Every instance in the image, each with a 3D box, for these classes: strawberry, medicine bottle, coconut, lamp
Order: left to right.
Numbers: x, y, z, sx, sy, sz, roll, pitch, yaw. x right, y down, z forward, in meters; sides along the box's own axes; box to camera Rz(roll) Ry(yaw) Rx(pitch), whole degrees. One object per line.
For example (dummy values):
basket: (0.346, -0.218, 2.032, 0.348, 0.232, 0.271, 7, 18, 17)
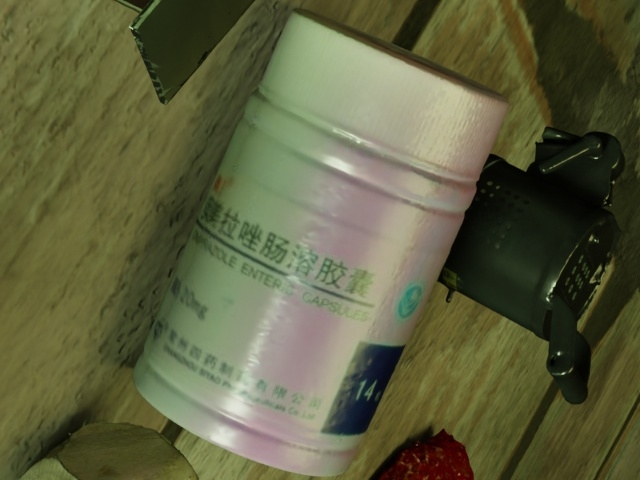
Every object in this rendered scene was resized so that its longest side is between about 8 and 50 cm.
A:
coconut: (-0.132, 0.168, 1.030, 0.124, 0.110, 0.110, -40, 149, -55)
medicine bottle: (0.000, 0.000, 1.063, 0.152, 0.152, 0.254, 3, 112, -65)
strawberry: (0.093, 0.253, 1.640, 0.187, 0.082, 0.146, 7, 102, -61)
lamp: (0.117, -0.017, 1.191, 0.172, 0.227, 0.147, -58, 156, -11)

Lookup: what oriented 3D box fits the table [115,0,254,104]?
table: (-0.076, -0.161, 0.738, 0.175, 0.146, 0.062, -53, 155, -21)
